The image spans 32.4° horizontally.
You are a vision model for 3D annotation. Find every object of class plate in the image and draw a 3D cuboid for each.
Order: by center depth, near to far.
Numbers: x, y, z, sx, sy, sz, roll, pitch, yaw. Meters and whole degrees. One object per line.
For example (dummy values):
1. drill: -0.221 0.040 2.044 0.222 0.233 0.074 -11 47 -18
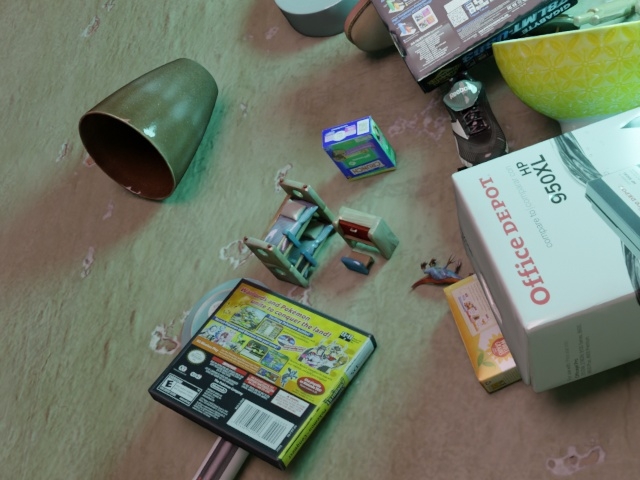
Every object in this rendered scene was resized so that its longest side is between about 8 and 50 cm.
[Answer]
1. plate: -0.157 0.141 1.836 0.188 0.024 0.188 -15 53 21

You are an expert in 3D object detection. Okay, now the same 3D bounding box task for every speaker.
1. speaker: -0.157 0.352 1.671 0.055 0.055 0.136 20 71 38

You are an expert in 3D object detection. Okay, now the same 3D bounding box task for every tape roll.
1. tape roll: 0.017 -0.502 2.142 0.219 0.072 0.219 -16 52 21

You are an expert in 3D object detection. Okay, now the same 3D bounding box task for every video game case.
1. video game case: -0.091 0.198 1.704 0.274 0.035 0.248 21 60 34

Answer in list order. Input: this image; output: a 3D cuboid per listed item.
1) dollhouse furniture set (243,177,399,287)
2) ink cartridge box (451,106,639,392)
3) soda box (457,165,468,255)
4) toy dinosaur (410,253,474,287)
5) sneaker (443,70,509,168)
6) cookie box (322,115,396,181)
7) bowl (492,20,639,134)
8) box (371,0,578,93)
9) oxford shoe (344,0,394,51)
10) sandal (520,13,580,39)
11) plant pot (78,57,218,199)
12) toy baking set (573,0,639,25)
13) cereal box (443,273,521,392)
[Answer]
1. dollhouse furniture set: 0.000 0.000 1.769 0.183 0.129 0.129 17 69 37
2. ink cartridge box: 0.407 -0.008 1.459 0.394 0.166 0.285 -20 50 1
3. soda box: 0.253 -0.041 1.699 0.060 0.053 0.169 -15 53 19
4. toy dinosaur: 0.196 0.055 1.692 0.082 0.047 0.090 39 116 33
5. sneaker: 0.236 -0.195 1.735 0.078 0.106 0.234 -22 31 11
6. cookie box: 0.066 -0.152 1.849 0.091 0.107 0.040 -15 54 22
7. bowl: 0.411 -0.242 1.655 0.289 0.289 0.156 -3 101 29
8. box: 0.227 -0.441 1.825 0.295 0.073 0.293 -31 67 11
9. oxford shoe: 0.226 -0.418 1.922 0.397 0.140 0.147 -25 61 19
10. sandal: 0.348 -0.331 1.837 0.180 0.072 0.049 -12 70 25
11. plant pot: -0.298 -0.232 2.074 0.215 0.215 0.230 12 52 35
12. toy baking set: 0.527 -0.362 1.715 0.256 0.030 0.196 -24 22 -37
13. cereal box: 0.314 0.094 1.575 0.240 0.047 0.173 -25 50 11
